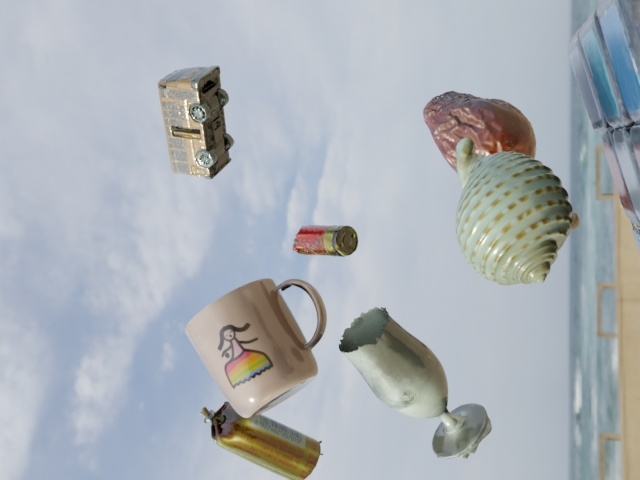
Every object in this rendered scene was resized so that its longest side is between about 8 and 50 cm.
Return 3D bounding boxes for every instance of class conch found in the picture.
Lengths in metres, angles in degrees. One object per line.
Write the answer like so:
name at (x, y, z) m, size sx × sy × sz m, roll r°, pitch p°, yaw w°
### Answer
conch at (0.185, -0.024, 0.681) m, size 0.135 × 0.102 × 0.153 m, roll 49°, pitch -139°, yaw -52°

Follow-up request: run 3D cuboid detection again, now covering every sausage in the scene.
sausage at (-0.158, 0.490, 1.771) m, size 0.317 × 0.117 × 0.125 m, roll 29°, pitch -112°, yaw -18°

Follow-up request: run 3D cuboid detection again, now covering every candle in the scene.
candle at (0.000, 0.000, 1.157) m, size 0.052 × 0.131 × 0.051 m, roll -1°, pitch -89°, yaw -41°

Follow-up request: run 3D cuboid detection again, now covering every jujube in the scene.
jujube at (0.306, -0.207, 1.411) m, size 0.168 × 0.236 × 0.168 m, roll -28°, pitch -37°, yaw -24°

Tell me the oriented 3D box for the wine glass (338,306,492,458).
wine glass at (0.125, 0.194, 0.977) m, size 0.222 × 0.103 × 0.103 m, roll 46°, pitch -144°, yaw -15°

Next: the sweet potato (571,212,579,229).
sweet potato at (0.357, 0.000, 1.357) m, size 0.346 × 0.108 × 0.079 m, roll -10°, pitch -103°, yaw -37°

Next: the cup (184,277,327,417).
cup at (-0.094, 0.187, 1.335) m, size 0.200 × 0.253 × 0.191 m, roll 57°, pitch -172°, yaw 15°

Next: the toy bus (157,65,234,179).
toy bus at (-0.218, -0.209, 1.252) m, size 0.091 × 0.103 × 0.182 m, roll -55°, pitch -31°, yaw -52°

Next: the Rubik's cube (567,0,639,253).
Rubik's cube at (0.455, -0.107, 0.659) m, size 0.363 × 0.362 × 0.358 m, roll -22°, pitch -84°, yaw -72°
